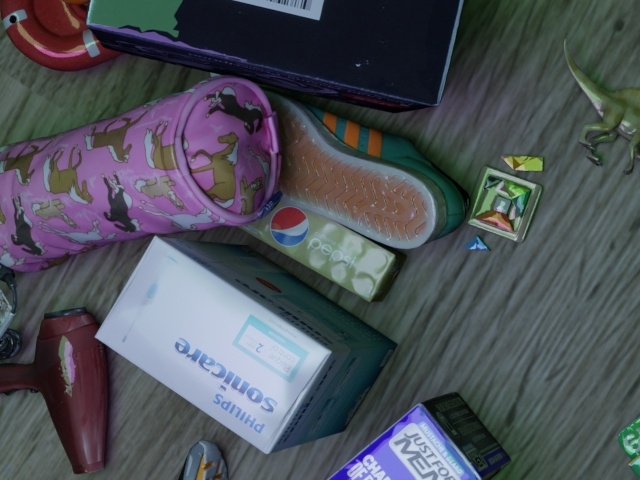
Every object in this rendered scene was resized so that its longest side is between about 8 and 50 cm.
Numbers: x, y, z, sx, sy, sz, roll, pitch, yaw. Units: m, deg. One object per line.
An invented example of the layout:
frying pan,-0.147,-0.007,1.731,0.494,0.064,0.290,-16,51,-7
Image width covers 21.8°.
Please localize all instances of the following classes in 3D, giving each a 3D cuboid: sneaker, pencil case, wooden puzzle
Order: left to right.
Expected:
pencil case,-0.213,-0.064,1.777,0.386,0.167,0.160,-12,48,41
sneaker,-0.165,0.324,1.864,0.083,0.084,0.214,18,94,20
sneaker,0.026,-0.080,1.810,0.302,0.121,0.108,31,110,25
wooden puzzle,0.197,-0.041,1.805,0.079,0.014,0.116,14,93,16

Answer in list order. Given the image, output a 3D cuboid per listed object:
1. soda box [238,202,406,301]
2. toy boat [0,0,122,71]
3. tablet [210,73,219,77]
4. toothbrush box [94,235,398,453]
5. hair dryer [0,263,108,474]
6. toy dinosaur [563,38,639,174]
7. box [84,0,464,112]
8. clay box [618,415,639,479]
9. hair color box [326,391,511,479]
soda box,0.000,0.000,1.837,0.181,0.058,0.061,30,96,15
toy boat,-0.259,-0.287,1.870,0.231,0.151,0.151,-24,82,14
tablet,-0.107,-0.217,1.900,0.054,0.006,0.083,-19,84,14
toothbrush box,-0.069,0.105,1.730,0.216,0.295,0.126,33,97,15
hair dryer,-0.340,0.154,1.936,0.293,0.080,0.223,45,116,18
toy dinosaur,0.313,-0.128,1.765,0.183,0.053,0.092,34,82,7
box,-0.045,-0.250,1.677,0.343,0.312,0.178,13,93,-5
clay box,0.418,0.255,1.713,0.127,0.053,0.222,-41,79,11
hair color box,0.030,0.307,1.754,0.339,0.185,0.110,-43,78,11
